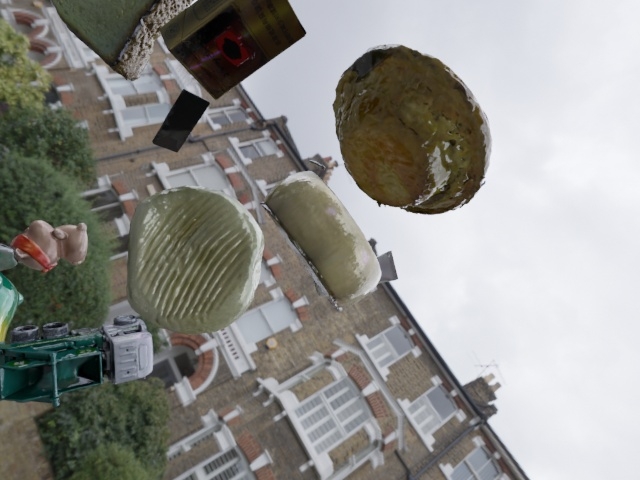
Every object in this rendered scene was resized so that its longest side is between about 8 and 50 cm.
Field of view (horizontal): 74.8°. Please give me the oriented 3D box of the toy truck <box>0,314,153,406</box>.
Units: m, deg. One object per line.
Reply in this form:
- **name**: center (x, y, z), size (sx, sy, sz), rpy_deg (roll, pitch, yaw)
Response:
- **toy truck**: center (-0.371, 0.188, 0.644), size (0.116, 0.216, 0.110), rpy_deg (11, -79, 52)

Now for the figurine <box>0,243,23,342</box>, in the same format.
- **figurine**: center (-0.895, 0.186, 1.058), size (0.323, 0.231, 0.340), rpy_deg (-26, -121, 31)

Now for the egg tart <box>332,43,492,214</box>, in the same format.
- **egg tart**: center (0.176, -0.220, 0.993), size (0.443, 0.178, 0.443), rpy_deg (33, -31, 23)

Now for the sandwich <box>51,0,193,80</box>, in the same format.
- **sandwich**: center (-0.430, -0.531, 0.907), size (0.249, 0.095, 0.273), rpy_deg (44, -79, 6)

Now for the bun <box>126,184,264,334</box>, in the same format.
- **bun**: center (-0.313, 0.049, 1.039), size (0.352, 0.349, 0.227), rpy_deg (37, -18, -5)

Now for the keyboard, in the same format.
- **keyboard**: center (-0.361, -0.304, 1.076), size (0.196, 0.074, 0.015), rpy_deg (-40, -129, 36)

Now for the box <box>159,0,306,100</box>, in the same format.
- **box**: center (-0.166, -0.409, 0.826), size (0.071, 0.240, 0.159), rpy_deg (64, 11, 28)

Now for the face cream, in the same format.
- **face cream**: center (0.103, 0.107, 1.218), size (0.058, 0.243, 0.092), rpy_deg (41, 34, -54)

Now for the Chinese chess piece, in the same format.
- **Chinese chess piece**: center (0.000, 0.000, 0.793), size (0.270, 0.112, 0.270), rpy_deg (55, -5, 7)

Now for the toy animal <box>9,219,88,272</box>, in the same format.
- **toy animal**: center (-0.826, 0.017, 1.278), size (0.171, 0.197, 0.171), rpy_deg (9, -78, 48)

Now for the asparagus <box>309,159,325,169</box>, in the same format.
- **asparagus**: center (-0.011, -0.256, 1.404), size (0.013, 0.016, 0.166), rpy_deg (49, -2, -26)
